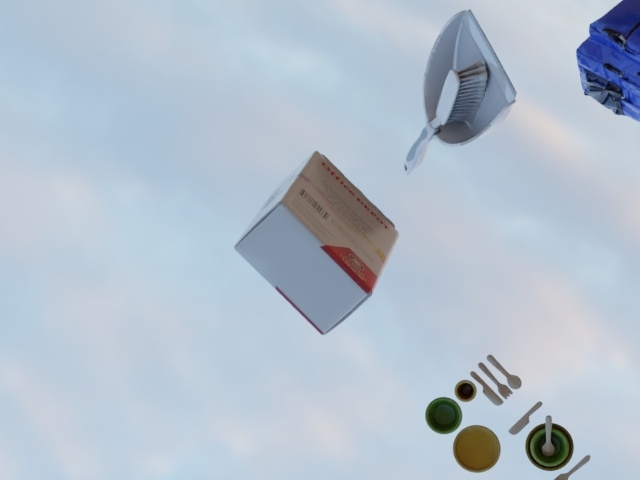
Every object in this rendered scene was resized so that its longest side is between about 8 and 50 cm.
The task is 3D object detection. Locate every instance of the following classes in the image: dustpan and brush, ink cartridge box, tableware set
[{"bbox_3d":[0.148,-0.149,2.248,0.060,0.211,0.147,-11,-123,-23],"label":"dustpan and brush"},{"bbox_3d":[0.000,0.000,1.903,0.127,0.072,0.175,45,-158,-5],"label":"ink cartridge box"},{"bbox_3d":[0.182,0.197,1.890,0.154,0.104,0.024,47,-172,5],"label":"tableware set"}]

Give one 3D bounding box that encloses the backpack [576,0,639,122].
[{"bbox_3d":[0.297,-0.156,1.705,0.120,0.098,0.101,39,164,34],"label":"backpack"}]
